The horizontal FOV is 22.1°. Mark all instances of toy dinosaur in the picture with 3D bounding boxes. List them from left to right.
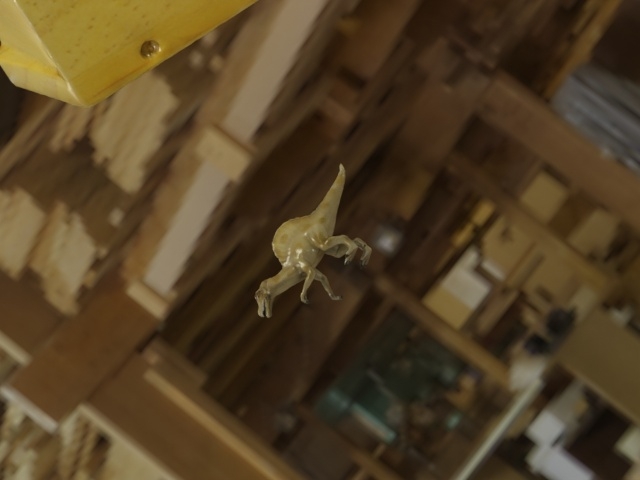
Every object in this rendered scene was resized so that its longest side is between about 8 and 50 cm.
[{"bbox_3d":[0.000,0.000,1.628,0.183,0.093,0.053,-58,-24,-15],"label":"toy dinosaur"}]

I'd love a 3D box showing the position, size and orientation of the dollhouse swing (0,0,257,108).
[{"bbox_3d":[-0.218,-0.325,1.173,0.315,0.305,0.347,-33,-54,-4],"label":"dollhouse swing"}]
